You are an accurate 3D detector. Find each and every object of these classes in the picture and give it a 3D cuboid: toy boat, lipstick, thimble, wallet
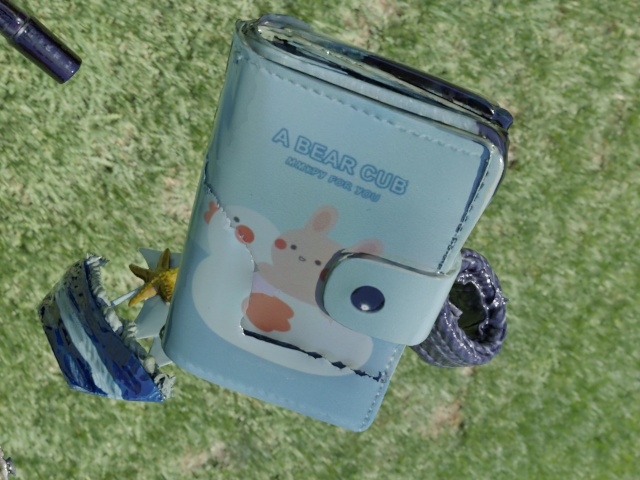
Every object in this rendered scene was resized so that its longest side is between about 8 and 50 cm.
[{"bbox_3d":[-0.139,0.056,0.902,0.291,0.220,0.067,-24,137,-17],"label":"toy boat"},{"bbox_3d":[-0.622,-0.439,1.753,0.300,0.081,0.081,40,87,-28],"label":"lipstick"},{"bbox_3d":[0.115,0.059,0.759,0.104,0.066,0.095,49,52,-25],"label":"thimble"},{"bbox_3d":[0.000,0.000,0.552,0.075,0.176,0.250,-66,177,-56],"label":"wallet"}]

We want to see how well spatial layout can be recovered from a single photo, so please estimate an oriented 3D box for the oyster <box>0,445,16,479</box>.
[{"bbox_3d":[-0.316,0.219,0.754,0.072,0.133,0.209,-19,89,-42],"label":"oyster"}]
